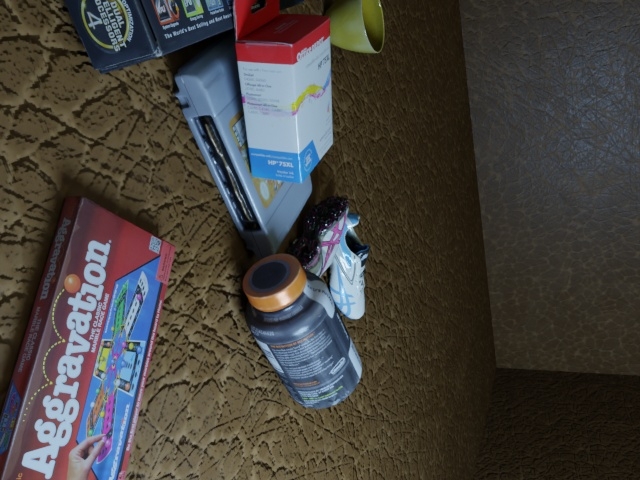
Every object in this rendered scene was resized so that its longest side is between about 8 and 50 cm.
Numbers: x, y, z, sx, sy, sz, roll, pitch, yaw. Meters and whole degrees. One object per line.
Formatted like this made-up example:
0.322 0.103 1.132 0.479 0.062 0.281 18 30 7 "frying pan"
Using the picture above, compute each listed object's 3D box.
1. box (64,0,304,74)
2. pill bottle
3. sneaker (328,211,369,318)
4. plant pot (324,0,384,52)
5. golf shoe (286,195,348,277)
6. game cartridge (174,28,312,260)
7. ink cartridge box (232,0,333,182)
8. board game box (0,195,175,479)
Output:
-0.167 -0.400 0.646 0.395 0.097 0.318 -53 131 -54 "box"
-0.030 0.134 0.846 0.130 0.130 0.245 -67 145 -42 "pill bottle"
0.059 0.055 1.098 0.085 0.086 0.237 -55 137 -55 "sneaker"
0.063 -0.441 1.136 0.134 0.095 0.134 -2 90 -65 "plant pot"
0.000 0.000 1.001 0.186 0.067 0.086 -59 147 -31 "golf shoe"
-0.096 -0.145 0.827 0.198 0.062 0.297 -59 139 -43 "game cartridge"
-0.042 -0.209 0.738 0.134 0.078 0.231 -59 153 -49 "ink cartridge box"
-0.226 0.113 0.556 0.145 0.027 0.281 39 53 -56 "board game box"
